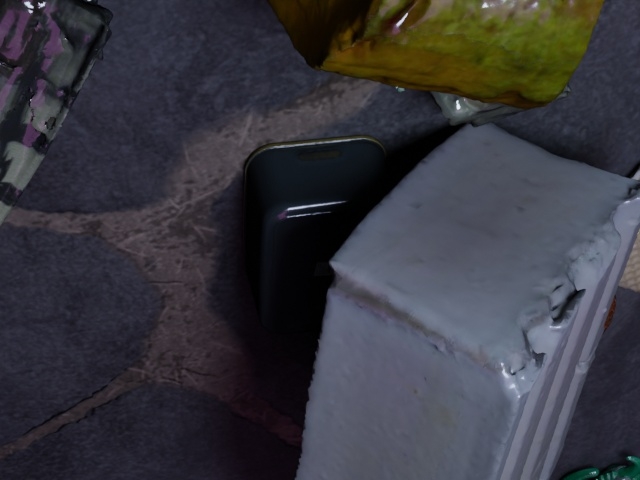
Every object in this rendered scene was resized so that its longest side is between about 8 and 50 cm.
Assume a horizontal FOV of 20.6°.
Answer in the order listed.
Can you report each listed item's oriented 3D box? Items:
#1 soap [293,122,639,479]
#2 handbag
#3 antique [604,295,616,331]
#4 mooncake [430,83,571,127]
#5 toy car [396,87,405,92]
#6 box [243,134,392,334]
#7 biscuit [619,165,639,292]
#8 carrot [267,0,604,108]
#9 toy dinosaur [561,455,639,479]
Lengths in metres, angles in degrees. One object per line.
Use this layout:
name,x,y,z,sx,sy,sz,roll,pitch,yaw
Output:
soap,0.133,0.139,1.732,0.213,0.350,0.435,24,134,15
handbag,-0.371,-0.130,1.440,0.325,0.162,0.327,18,121,-39
antique,0.268,0.069,1.901,0.104,0.104,0.104,-8,137,-7
mooncake,0.166,-0.152,1.642,0.125,0.073,0.130,-18,173,11
toy car,0.064,-0.185,1.611,0.069,0.055,0.142,-38,146,24
box,0.000,0.000,1.764,0.144,0.090,0.201,-6,136,-10
biscuit,0.492,0.020,1.925,0.426,0.078,0.144,15,129,-29
carrot,0.136,-0.231,1.450,0.340,0.241,0.241,5,134,-19
toy dinosaur,0.358,0.305,2.211,0.096,0.059,0.132,22,135,-26
